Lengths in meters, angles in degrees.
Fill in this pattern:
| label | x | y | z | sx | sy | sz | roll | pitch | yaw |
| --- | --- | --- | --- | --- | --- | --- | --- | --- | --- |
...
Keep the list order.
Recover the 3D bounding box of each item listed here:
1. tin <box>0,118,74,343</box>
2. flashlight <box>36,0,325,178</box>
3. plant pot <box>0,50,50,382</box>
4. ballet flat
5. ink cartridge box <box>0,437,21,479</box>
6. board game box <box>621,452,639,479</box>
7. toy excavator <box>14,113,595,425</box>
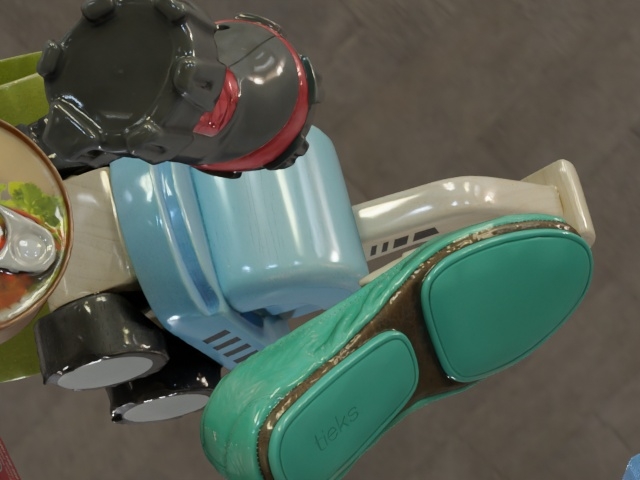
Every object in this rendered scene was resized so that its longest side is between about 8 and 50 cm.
| label | x | y | z | sx | sy | sz | roll | pitch | yaw |
| --- | --- | --- | --- | --- | --- | --- | --- | --- | --- |
| tin | -0.197 | -0.016 | 0.822 | 0.189 | 0.040 | 0.106 | 18 | 66 | -11 |
| flashlight | -0.068 | -0.088 | 1.097 | 0.103 | 0.304 | 0.103 | -8 | 87 | 8 |
| plant pot | -0.329 | -0.016 | 2.002 | 0.274 | 0.275 | 0.294 | -17 | 103 | -10 |
| ballet flat | 0.033 | 0.049 | 1.018 | 0.247 | 0.087 | 0.083 | -32 | 119 | -33 |
| ink cartridge box | -0.363 | 0.245 | 1.691 | 0.131 | 0.226 | 0.306 | -36 | 152 | 12 |
| board game box | 0.185 | 0.135 | 0.865 | 0.168 | 0.033 | 0.133 | -21 | 99 | -27 |
| toy excavator | 0.000 | 0.000 | 1.762 | 0.445 | 0.222 | 0.433 | -17 | 161 | 12 |
